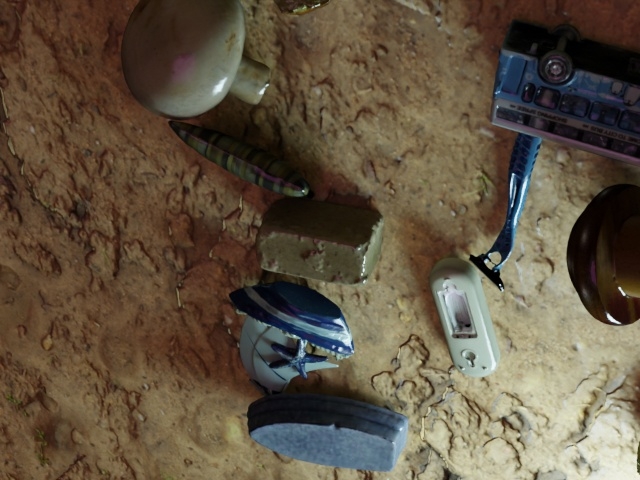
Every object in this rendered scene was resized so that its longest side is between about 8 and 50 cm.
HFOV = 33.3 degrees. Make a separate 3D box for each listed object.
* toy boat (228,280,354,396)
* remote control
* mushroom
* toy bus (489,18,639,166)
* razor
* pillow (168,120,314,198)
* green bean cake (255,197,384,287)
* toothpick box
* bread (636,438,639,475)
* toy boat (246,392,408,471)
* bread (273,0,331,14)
[{"bbox_3d":[-0.043,0.183,1.794,0.210,0.070,0.291,9,131,18],"label":"toy boat"},{"bbox_3d":[0.223,0.124,1.655,0.078,0.042,0.221,-3,121,26],"label":"remote control"},{"bbox_3d":[-0.162,-0.258,1.494,0.215,0.207,0.207,21,137,-37],"label":"mushroom"},{"bbox_3d":[0.368,-0.181,1.361,0.297,0.106,0.131,17,130,9],"label":"toy bus"},{"bbox_3d":[0.271,-0.052,1.525,0.082,0.042,0.253,47,140,43],"label":"razor"},{"bbox_3d":[-0.108,-0.116,1.550,0.212,0.208,0.052,28,90,2],"label":"pillow"},{"bbox_3d":[0.000,0.000,1.624,0.179,0.109,0.085,12,125,15],"label":"green bean cake"},{"bbox_3d":[0.464,0.025,1.368,0.294,0.192,0.192,6,126,43],"label":"toothpick box"},{"bbox_3d":[0.562,0.309,1.614,0.156,0.103,0.110,5,112,13],"label":"bread"},{"bbox_3d":[0.007,0.326,1.841,0.283,0.078,0.127,7,134,9],"label":"toy boat"},{"bbox_3d":[0.007,-0.355,1.381,0.156,0.125,0.086,-32,98,33],"label":"bread"}]
